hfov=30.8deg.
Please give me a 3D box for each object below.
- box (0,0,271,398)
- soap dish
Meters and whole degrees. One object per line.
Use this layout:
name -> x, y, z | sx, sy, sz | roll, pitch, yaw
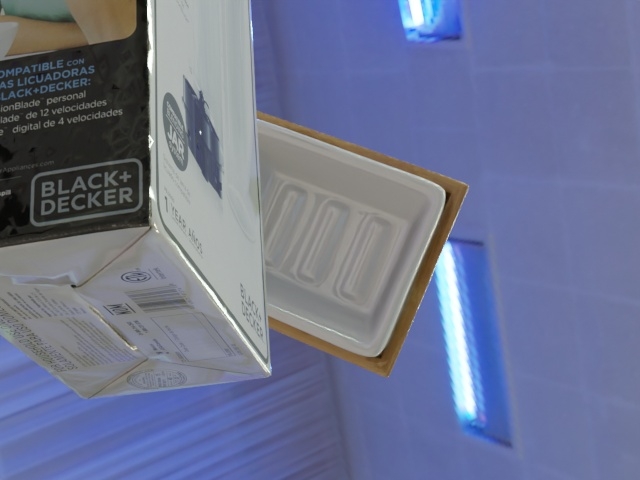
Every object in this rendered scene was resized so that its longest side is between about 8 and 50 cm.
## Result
box -> -0.087, -0.096, 0.496 | 0.169, 0.087, 0.289 | 64, 20, -65
soap dish -> 0.000, 0.000, 1.327 | 0.291, 0.118, 0.229 | 21, -94, 22
